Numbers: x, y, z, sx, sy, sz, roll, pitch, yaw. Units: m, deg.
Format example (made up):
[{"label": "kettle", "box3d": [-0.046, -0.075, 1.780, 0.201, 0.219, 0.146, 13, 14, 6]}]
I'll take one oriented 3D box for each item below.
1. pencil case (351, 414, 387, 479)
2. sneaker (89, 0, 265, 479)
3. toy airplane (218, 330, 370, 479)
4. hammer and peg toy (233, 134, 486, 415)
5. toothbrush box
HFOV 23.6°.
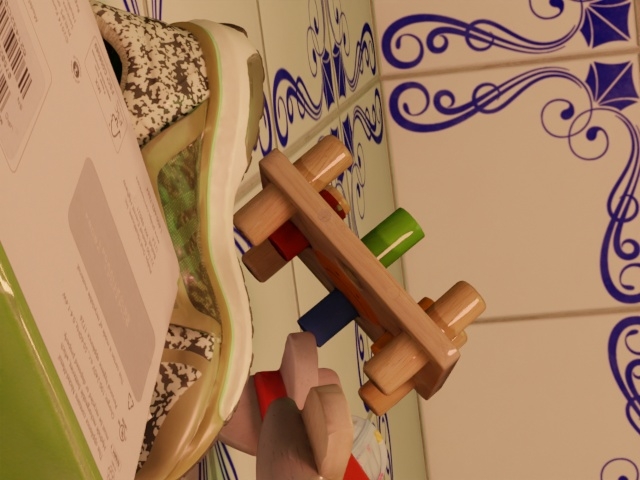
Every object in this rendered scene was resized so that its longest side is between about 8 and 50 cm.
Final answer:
[{"label": "pencil case", "box3d": [0.010, 0.291, 1.852, 0.273, 0.113, 0.124, -27, 134, -79]}, {"label": "sneaker", "box3d": [-0.161, -0.005, 1.189, 0.182, 0.158, 0.410, 21, 62, -43]}, {"label": "toy airplane", "box3d": [-0.025, 0.284, 1.429, 0.384, 0.272, 0.386, 16, -53, 61]}, {"label": "hammer and peg toy", "box3d": [0.000, 0.000, 1.483, 0.361, 0.127, 0.266, 48, -8, 10]}, {"label": "toothbrush box", "box3d": [-0.206, -0.012, 0.439, 0.122, 0.283, 0.206, -80, 162, -49]}]
